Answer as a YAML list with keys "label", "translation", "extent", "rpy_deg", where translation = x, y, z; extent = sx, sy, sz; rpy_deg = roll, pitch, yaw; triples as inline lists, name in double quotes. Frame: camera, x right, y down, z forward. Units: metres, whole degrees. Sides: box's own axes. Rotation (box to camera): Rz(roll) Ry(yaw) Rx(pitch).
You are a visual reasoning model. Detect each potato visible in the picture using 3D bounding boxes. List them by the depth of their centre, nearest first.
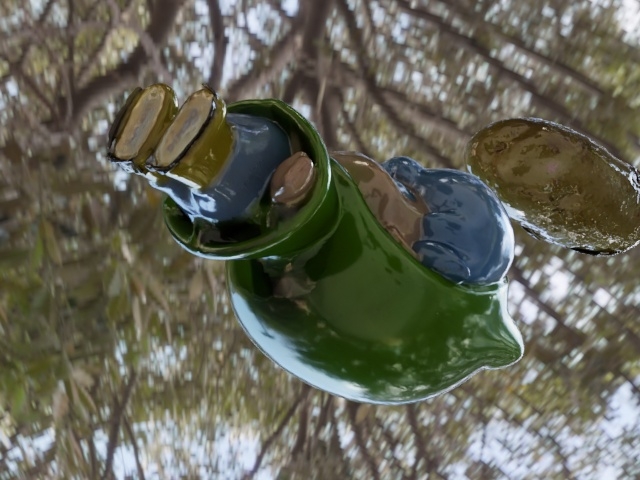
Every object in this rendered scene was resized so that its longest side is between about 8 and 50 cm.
- label: "potato"
  translation: [0.178, -0.037, 1.242]
  extent: [0.107, 0.170, 0.080]
  rpy_deg: [1, -111, 42]

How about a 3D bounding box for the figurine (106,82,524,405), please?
- label: "figurine"
  translation: [0.000, 0.000, 0.916]
  extent: [0.263, 0.162, 0.143]
  rpy_deg: [33, -108, -40]
